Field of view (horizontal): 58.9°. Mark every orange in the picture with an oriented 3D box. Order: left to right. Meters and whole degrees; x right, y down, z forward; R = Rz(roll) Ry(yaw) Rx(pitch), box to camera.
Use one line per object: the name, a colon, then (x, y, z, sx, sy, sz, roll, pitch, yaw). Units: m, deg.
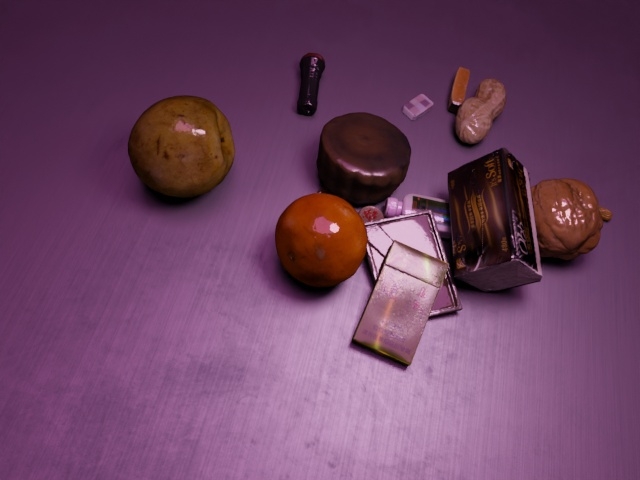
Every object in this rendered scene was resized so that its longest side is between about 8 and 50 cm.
orange: (0.000, 0.000, 1.554, 0.261, 0.261, 0.261, 3, 61, -6)

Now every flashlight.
flashlight: (-0.034, -0.535, 1.954, 0.093, 0.093, 0.231, 7, 65, -4)

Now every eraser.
eraser: (0.343, -0.470, 1.999, 0.105, 0.026, 0.065, -36, 74, -24)

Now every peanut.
peanut: (0.556, -0.455, 1.964, 0.136, 0.120, 0.298, 51, 59, -22)

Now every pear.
pear: (-0.406, -0.267, 1.640, 0.304, 0.304, 0.303, 3, 61, -6)

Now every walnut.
walnut: (0.724, -0.069, 1.724, 0.225, 0.257, 0.257, 23, 53, -36)

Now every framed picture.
framed picture: (0.257, 0.075, 1.639, 0.232, 0.024, 0.314, -11, 75, -8)

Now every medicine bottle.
medicine bottle: (0.307, -0.082, 1.745, 0.219, 0.078, 0.115, 12, 63, -2)

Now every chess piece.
chess piece: (0.153, -0.066, 1.738, 0.084, 0.038, 0.083, 3, 59, -5)

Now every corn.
corn: (0.913, -0.095, 1.863, 0.092, 0.037, 0.037, 24, 60, 9)

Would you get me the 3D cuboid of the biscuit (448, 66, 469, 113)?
biscuit: (0.497, -0.541, 2.043, 0.052, 0.056, 0.187, 17, 61, 4)

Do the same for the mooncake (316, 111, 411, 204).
mooncake: (0.132, -0.254, 1.765, 0.291, 0.161, 0.290, 5, 55, -7)

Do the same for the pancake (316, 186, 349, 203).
pancake: (0.037, -0.123, 1.769, 0.115, 0.011, 0.114, 4, 61, -8)

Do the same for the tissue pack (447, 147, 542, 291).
tissue pack: (0.509, -0.058, 1.653, 0.198, 0.210, 0.369, 23, 57, -35)

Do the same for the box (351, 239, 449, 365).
box: (0.223, 0.170, 1.572, 0.173, 0.043, 0.311, 24, 73, 3)
